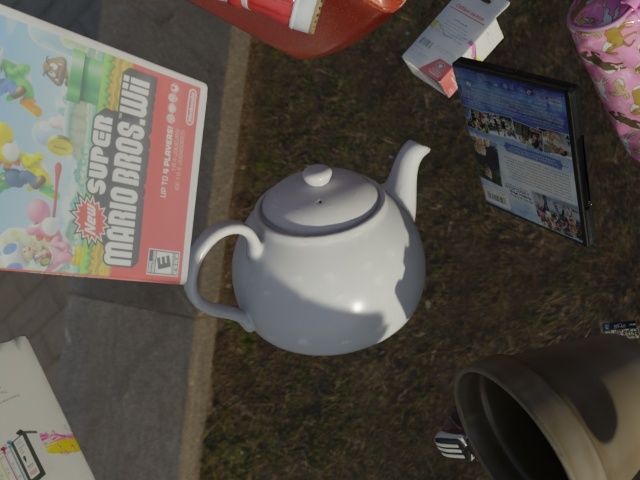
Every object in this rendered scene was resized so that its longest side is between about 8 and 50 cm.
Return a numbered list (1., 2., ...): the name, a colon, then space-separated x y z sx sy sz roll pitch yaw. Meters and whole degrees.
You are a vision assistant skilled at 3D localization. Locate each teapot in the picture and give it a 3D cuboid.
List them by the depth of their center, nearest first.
1. teapot: 0.000 0.000 0.781 0.253 0.256 0.187 0 125 13

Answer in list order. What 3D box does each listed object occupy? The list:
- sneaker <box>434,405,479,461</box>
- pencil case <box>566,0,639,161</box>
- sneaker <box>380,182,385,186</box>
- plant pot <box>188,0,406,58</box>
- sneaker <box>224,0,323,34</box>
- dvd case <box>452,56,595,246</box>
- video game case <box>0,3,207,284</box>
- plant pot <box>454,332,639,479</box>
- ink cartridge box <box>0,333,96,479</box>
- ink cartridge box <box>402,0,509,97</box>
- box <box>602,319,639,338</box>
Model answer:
1. sneaker: 0.388 0.382 1.388 0.282 0.162 0.106 -4 126 33
2. pencil case: 0.615 -0.324 1.277 0.167 0.386 0.160 -15 41 38
3. sneaker: 0.088 -0.026 0.988 0.075 0.057 0.161 0 43 45
4. plant pot: -0.024 -0.296 0.482 0.267 0.267 0.236 -63 28 11
5. sneaker: -0.025 -0.147 0.328 0.067 0.118 0.042 15 132 -6
6. dvd case: 0.269 -0.114 0.864 0.022 0.253 0.180 -40 42 -16
7. video game case: -0.220 -0.074 0.549 0.025 0.285 0.203 1 84 41
8. plant pot: 0.441 0.307 1.141 0.281 0.323 0.323 -24 74 -16
9. ink cartridge box: -0.366 0.250 0.675 0.171 0.168 0.232 -29 86 22
10. ink cartridge box: 0.272 -0.394 1.289 0.198 0.067 0.115 -48 56 5
11. box: 0.640 0.192 1.401 0.067 0.083 0.018 -11 64 27
